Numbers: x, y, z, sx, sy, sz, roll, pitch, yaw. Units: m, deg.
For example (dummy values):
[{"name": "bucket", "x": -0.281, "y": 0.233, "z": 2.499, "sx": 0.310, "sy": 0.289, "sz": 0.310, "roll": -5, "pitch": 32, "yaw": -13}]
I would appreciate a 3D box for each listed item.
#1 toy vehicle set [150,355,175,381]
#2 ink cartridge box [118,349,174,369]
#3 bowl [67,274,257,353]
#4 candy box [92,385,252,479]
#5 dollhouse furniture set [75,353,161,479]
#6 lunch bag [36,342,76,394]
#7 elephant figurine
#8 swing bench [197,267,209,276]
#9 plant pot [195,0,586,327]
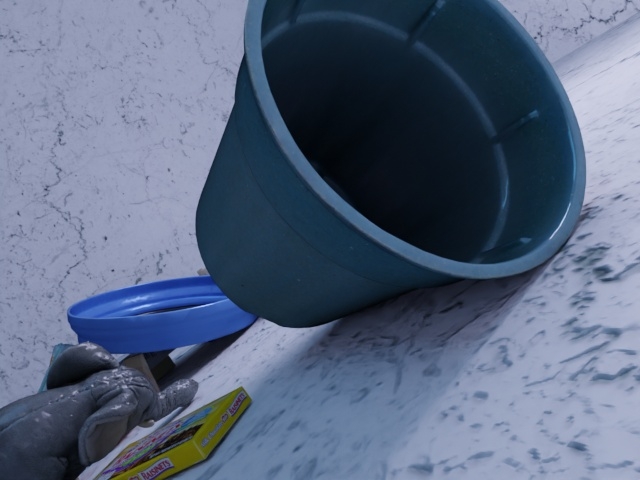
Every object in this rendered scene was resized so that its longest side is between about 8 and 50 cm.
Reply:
[{"name": "toy vehicle set", "x": -0.461, "y": 0.351, "z": 1.347, "sx": 0.166, "sy": 0.035, "sz": 0.267, "roll": -38, "pitch": 6, "yaw": -39}, {"name": "ink cartridge box", "x": -0.419, "y": 0.273, "z": 1.290, "sx": 0.232, "sy": 0.066, "sz": 0.189, "roll": -25, "pitch": 11, "yaw": 41}, {"name": "bowl", "x": -0.313, "y": 0.146, "z": 1.184, "sx": 0.391, "sy": 0.077, "sz": 0.391, "roll": -6, "pitch": 6, "yaw": 1}, {"name": "candy box", "x": -0.176, "y": 0.234, "z": 0.635, "sx": 0.206, "sy": 0.027, "sz": 0.105, "roll": -32, "pitch": 2, "yaw": 26}, {"name": "dollhouse furniture set", "x": -0.420, "y": 0.333, "z": 0.950, "sx": 0.259, "sy": 0.135, "sz": 0.262, "roll": -21, "pitch": 9, "yaw": 16}, {"name": "lunch bag", "x": -0.545, "y": 0.337, "z": 1.212, "sx": 0.279, "sy": 0.108, "sz": 0.224, "roll": 150, "pitch": 136, "yaw": -66}, {"name": "elephant figurine", "x": -0.296, "y": 0.219, "z": 0.740, "sx": 0.239, "sy": 0.169, "sz": 0.186, "roll": -39, "pitch": 3, "yaw": -17}, {"name": "swing bench", "x": -0.246, "y": 0.073, "z": 1.883, "sx": 0.253, "sy": 0.165, "sz": 0.254, "roll": -34, "pitch": 10, "yaw": 1}, {"name": "plant pot", "x": 0.028, "y": -0.066, "z": 0.615, "sx": 0.341, "sy": 0.341, "sz": 0.334, "roll": -38, "pitch": -2, "yaw": -36}]
